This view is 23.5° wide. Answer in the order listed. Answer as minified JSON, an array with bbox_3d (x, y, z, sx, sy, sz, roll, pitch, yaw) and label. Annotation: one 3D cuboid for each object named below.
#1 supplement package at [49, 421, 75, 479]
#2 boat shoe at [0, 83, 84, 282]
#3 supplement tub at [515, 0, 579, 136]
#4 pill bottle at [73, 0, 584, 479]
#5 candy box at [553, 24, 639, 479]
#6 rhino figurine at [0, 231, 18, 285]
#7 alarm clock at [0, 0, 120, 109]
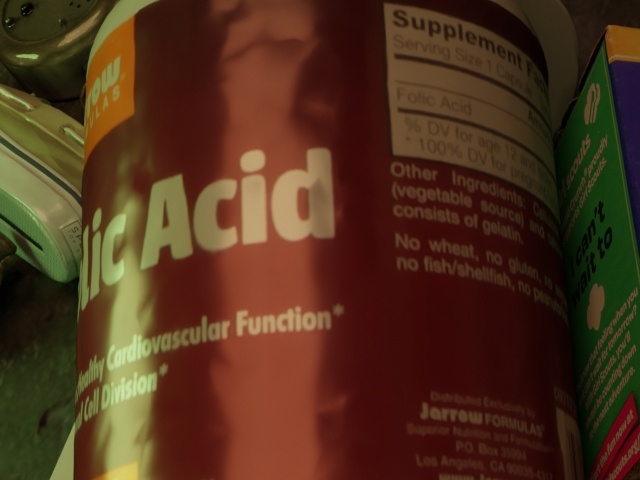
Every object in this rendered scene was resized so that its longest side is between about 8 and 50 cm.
[{"bbox_3d":[-0.037,0.092,0.897,0.139,0.134,0.244,2,57,30],"label":"supplement package"},{"bbox_3d":[-0.237,-0.067,1.166,0.094,0.109,0.302,-33,49,-26],"label":"boat shoe"},{"bbox_3d":[0.022,-0.152,1.011,0.191,0.191,0.272,-39,47,-4],"label":"supplement tub"},{"bbox_3d":[0.000,0.000,0.717,0.224,0.224,0.392,-11,66,21],"label":"pill bottle"},{"bbox_3d":[0.252,0.072,0.678,0.268,0.122,0.317,5,53,-10],"label":"candy box"},{"bbox_3d":[-0.328,0.020,1.152,0.243,0.073,0.106,17,63,38],"label":"rhino figurine"},{"bbox_3d":[-0.196,-0.167,1.233,0.129,0.064,0.192,-32,50,3],"label":"alarm clock"}]
